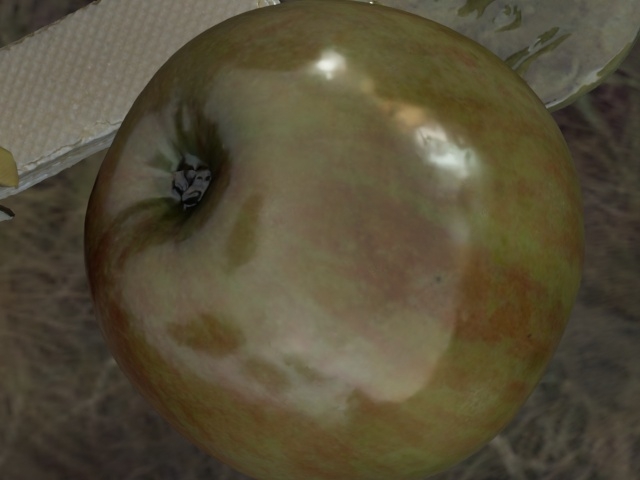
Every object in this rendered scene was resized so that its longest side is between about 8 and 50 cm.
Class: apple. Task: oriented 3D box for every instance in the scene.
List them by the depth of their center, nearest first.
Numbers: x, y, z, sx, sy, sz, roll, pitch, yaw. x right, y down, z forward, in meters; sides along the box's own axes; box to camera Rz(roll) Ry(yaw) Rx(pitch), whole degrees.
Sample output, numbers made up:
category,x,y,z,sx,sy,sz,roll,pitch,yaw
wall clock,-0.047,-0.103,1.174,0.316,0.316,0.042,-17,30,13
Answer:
category,x,y,z,sx,sy,sz,roll,pitch,yaw
apple,0.000,0.000,0.951,0.257,0.234,0.257,-25,54,41

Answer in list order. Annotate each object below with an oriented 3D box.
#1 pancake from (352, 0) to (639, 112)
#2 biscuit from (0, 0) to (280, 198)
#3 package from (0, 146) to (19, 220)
category,x,y,z,sx,sy,sz,roll,pitch,yaw
pancake,0.114,-0.188,1.222,0.241,0.050,0.242,-5,73,16
biscuit,-0.234,-0.158,1.879,0.426,0.078,0.144,-23,83,14
package,-0.345,-0.075,1.138,0.165,0.311,0.221,-35,55,31
